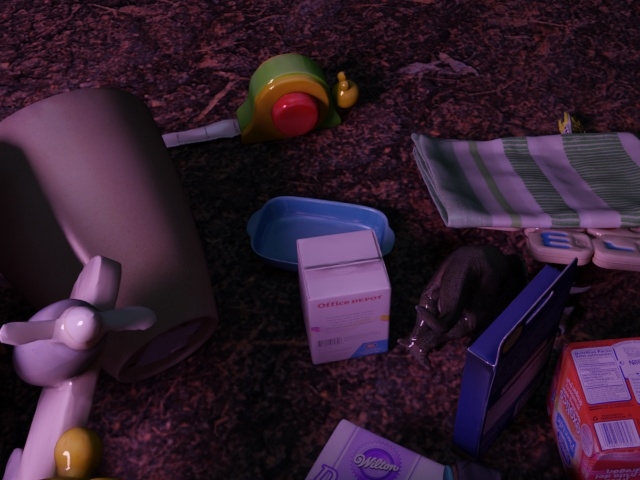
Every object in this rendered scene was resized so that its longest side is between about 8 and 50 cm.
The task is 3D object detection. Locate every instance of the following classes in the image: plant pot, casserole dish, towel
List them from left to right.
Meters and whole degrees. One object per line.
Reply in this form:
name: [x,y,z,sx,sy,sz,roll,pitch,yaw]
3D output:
plant pot: [-0.241,0.014,0.989,0.257,0.256,0.274,-27,70,-21]
casserole dish: [0.000,0.000,1.109,0.189,0.037,0.114,8,49,10]
towel: [0.292,-0.081,1.088,0.325,0.038,0.247,0,28,-6]

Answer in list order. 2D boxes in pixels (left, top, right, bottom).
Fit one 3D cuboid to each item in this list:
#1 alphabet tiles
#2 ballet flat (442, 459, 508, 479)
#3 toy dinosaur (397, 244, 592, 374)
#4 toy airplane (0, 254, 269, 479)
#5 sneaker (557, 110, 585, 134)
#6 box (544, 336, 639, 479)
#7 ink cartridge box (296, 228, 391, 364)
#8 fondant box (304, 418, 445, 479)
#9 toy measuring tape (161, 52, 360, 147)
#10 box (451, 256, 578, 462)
alphabet tiles: [0.316,-0.037,1.073,0.278,0.021,0.284,6,26,5]
ballet flat: [0.138,0.274,0.715,0.074,0.074,0.203,2,46,4]
toy dinosaur: [0.158,0.062,0.937,0.121,0.314,0.160,32,94,38]
toy airplane: [-0.232,0.239,0.689,0.384,0.272,0.386,-47,48,5]
sneaker: [0.360,-0.150,1.234,0.035,0.031,0.083,9,55,-5]
box: [0.374,0.177,0.880,0.257,0.122,0.128,-5,49,-3]
ink cartridge box: [0.026,0.058,0.984,0.092,0.143,0.089,-8,49,-6]
fondant box: [0.046,0.351,0.757,0.238,0.096,0.330,21,51,19]
toy measuring tape: [-0.105,-0.198,1.238,0.330,0.121,0.121,-10,49,-7]
box: [0.192,0.117,0.871,0.037,0.225,0.136,33,57,26]
